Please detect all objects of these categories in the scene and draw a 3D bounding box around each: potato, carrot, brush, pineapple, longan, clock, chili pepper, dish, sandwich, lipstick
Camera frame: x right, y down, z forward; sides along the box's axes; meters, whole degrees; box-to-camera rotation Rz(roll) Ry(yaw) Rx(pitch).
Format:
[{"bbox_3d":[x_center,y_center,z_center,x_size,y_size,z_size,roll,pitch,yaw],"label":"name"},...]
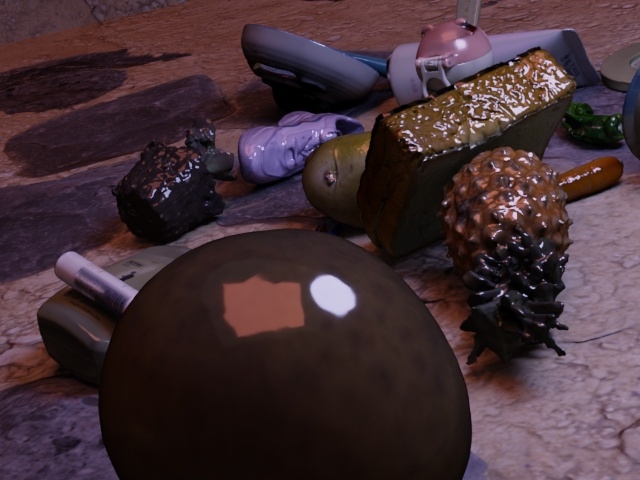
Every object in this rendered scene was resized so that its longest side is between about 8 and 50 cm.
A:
[{"bbox_3d":[0.073,-0.095,1.668,0.200,0.137,0.154,-10,22,10],"label":"potato"},{"bbox_3d":[0.308,-0.061,1.588,0.248,0.043,0.043,-21,24,-15],"label":"carrot"},{"bbox_3d":[0.240,-0.314,1.961,0.085,0.020,0.337,-7,62,31],"label":"brush"},{"bbox_3d":[0.220,0.029,1.310,0.169,0.169,0.340,-11,31,6],"label":"pineapple"},{"bbox_3d":[-0.028,0.138,1.006,0.319,0.319,0.319,-11,23,5],"label":"longan"},{"bbox_3d":[0.601,-0.304,2.006,0.235,0.029,0.235,-13,24,6],"label":"clock"},{"bbox_3d":[0.413,-0.182,1.799,0.073,0.050,0.182,-21,21,0],"label":"chili pepper"},{"bbox_3d":[-0.037,-0.300,2.205,0.273,0.134,0.273,20,0,0],"label":"dish"},{"bbox_3d":[0.178,-0.104,1.522,0.273,0.249,0.095,-25,62,-24],"label":"sandwich"},{"bbox_3d":[-0.262,0.057,1.402,0.141,0.040,0.040,28,44,34],"label":"lipstick"}]

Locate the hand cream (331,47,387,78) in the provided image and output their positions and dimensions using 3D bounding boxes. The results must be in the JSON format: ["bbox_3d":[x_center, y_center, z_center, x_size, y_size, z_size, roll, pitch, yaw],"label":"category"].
[{"bbox_3d":[0.096,-0.339,2.229,0.224,0.048,0.083,14,1,-5],"label":"hand cream"}]

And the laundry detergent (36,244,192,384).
[{"bbox_3d":[-0.219,0.081,1.482,0.253,0.091,0.181,-30,34,-35],"label":"laundry detergent"}]

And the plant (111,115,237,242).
[{"bbox_3d":[-0.219,-0.093,1.817,0.131,0.142,0.203,19,44,42],"label":"plant"}]

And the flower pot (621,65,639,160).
[{"bbox_3d":[0.535,-0.153,1.496,0.212,0.212,0.202,-20,34,-16],"label":"flower pot"}]

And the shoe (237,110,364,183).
[{"bbox_3d":[-0.034,-0.158,1.929,0.137,0.095,0.245,-1,19,33],"label":"shoe"}]

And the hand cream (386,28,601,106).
[{"bbox_3d":[0.293,-0.304,2.034,0.358,0.185,0.118,-3,65,27],"label":"hand cream"}]

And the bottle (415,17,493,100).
[{"bbox_3d":[0.210,-0.217,1.746,0.147,0.236,0.147,-11,22,5],"label":"bottle"}]

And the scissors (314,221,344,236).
[{"bbox_3d":[0.000,0.000,1.648,0.039,0.012,0.113,-3,25,23],"label":"scissors"}]
